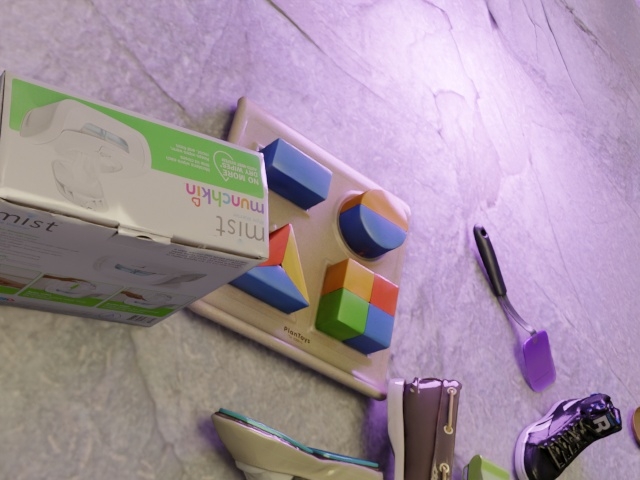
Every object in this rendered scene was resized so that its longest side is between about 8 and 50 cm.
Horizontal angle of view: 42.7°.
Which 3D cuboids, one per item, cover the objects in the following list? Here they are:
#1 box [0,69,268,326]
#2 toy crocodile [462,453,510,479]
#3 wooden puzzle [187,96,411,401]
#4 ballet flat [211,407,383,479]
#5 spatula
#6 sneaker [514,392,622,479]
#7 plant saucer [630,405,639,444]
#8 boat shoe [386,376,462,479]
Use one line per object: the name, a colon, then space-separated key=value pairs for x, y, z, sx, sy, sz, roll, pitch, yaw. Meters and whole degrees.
box: x=-0.221 y=-0.018 z=0.784 sx=0.262 sy=0.231 sz=0.126 roll=15 pitch=59 yaw=-36
toy crocodile: x=0.207 y=0.435 z=1.027 sx=0.115 sy=0.105 sz=0.340 roll=37 pitch=47 yaw=-23
wooden puzzle: x=0.000 y=0.000 z=1.087 sx=0.322 sy=0.080 sz=0.348 roll=30 pitch=51 yaw=-28
ballet flat: x=-0.027 y=0.264 z=0.929 sx=0.248 sy=0.086 sz=0.086 roll=28 pitch=52 yaw=-31
spatula: x=0.318 y=0.108 z=1.358 sx=0.084 sy=0.030 sz=0.296 roll=-21 pitch=84 yaw=-44
sneaker: x=0.389 y=0.296 z=1.257 sx=0.217 sy=0.121 sz=0.079 roll=-33 pitch=91 yaw=-47
plant saucer: x=0.590 y=0.346 z=1.494 sx=0.083 sy=0.015 sz=0.083 roll=22 pitch=55 yaw=-34
boat shoe: x=0.137 y=0.323 z=1.003 sx=0.116 sy=0.097 sz=0.324 roll=71 pitch=16 yaw=-57
